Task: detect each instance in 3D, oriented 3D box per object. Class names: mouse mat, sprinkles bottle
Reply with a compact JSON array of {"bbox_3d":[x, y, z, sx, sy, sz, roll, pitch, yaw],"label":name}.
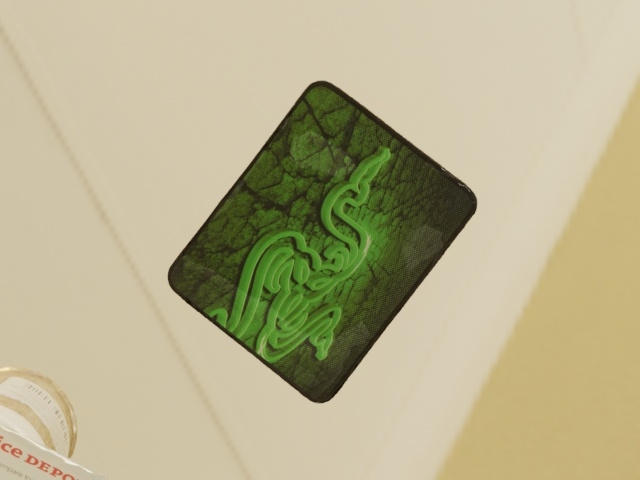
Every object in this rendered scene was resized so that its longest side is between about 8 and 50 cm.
[{"bbox_3d":[0.000,0.000,1.240,0.189,0.152,0.007,-53,-10,4],"label":"mouse mat"},{"bbox_3d":[-0.271,0.178,1.446,0.355,0.121,0.121,-170,88,-86],"label":"sprinkles bottle"}]

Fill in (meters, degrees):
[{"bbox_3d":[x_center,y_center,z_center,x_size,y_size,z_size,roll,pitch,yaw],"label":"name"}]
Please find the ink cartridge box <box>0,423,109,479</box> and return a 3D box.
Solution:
[{"bbox_3d":[-0.239,0.212,1.182,0.072,0.127,0.175,-61,3,45],"label":"ink cartridge box"}]
